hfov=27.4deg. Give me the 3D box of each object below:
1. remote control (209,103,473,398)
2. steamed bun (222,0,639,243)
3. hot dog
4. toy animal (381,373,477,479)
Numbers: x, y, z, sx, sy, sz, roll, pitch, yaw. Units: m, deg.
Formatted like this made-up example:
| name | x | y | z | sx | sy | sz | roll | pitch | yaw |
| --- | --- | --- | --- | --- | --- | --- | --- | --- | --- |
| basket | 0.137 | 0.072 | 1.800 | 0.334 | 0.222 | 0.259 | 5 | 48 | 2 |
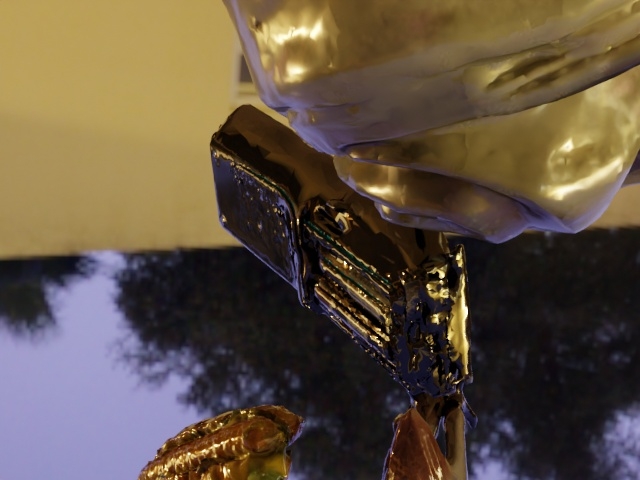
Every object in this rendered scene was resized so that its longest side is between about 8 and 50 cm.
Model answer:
| name | x | y | z | sx | sy | sz | roll | pitch | yaw |
| --- | --- | --- | --- | --- | --- | --- | --- | --- | --- |
| remote control | 0.000 | 0.000 | 1.061 | 0.062 | 0.144 | 0.399 | -15 | -156 | -21 |
| steamed bun | 0.092 | -0.113 | 0.673 | 0.394 | 0.237 | 0.347 | 9 | 166 | -22 |
| hot dog | -0.101 | 0.218 | 1.251 | 0.072 | 0.269 | 0.115 | 35 | -129 | -18 |
| toy animal | 0.098 | 0.261 | 1.154 | 0.091 | 0.324 | 0.195 | -1 | 168 | 19 |
